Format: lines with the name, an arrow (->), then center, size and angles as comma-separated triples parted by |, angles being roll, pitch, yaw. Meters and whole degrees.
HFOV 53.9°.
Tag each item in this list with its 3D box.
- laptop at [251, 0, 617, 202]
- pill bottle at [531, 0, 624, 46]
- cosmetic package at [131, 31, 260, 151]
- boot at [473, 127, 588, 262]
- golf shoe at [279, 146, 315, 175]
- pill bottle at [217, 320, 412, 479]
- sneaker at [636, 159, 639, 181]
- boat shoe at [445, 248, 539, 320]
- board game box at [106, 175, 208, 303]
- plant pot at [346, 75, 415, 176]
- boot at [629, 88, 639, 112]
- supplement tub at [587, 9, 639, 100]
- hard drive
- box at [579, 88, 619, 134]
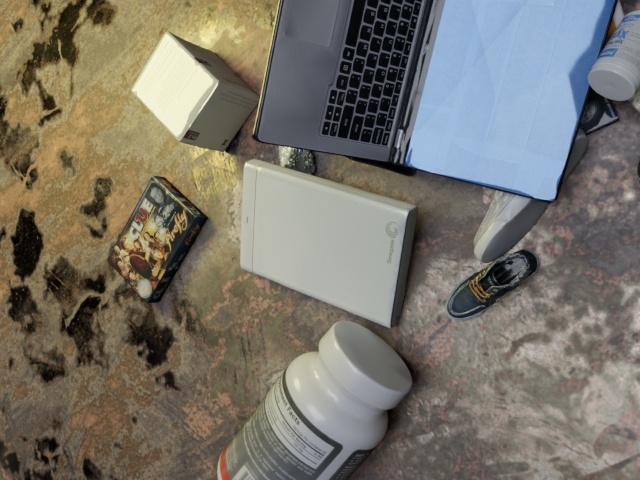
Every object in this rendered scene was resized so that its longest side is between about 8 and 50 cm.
laptop -> 0.166, -0.280, 0.881 | 0.236, 0.408, 0.382 | 29, 110, 52
pill bottle -> 0.353, -0.330, 0.987 | 0.216, 0.121, 0.121 | -18, 81, 28
cosmetic package -> -0.259, -0.305, 1.312 | 0.184, 0.151, 0.151 | 45, 109, 21
boot -> 0.311, -0.095, 1.038 | 0.123, 0.095, 0.258 | 46, 108, 35
golf shoe -> -0.054, -0.174, 1.259 | 0.086, 0.069, 0.176 | 32, 116, 60
pill bottle -> -0.010, 0.335, 1.133 | 0.210, 0.210, 0.363 | 44, 109, 22
sneaker -> 0.526, -0.163, 0.906 | 0.064, 0.086, 0.192 | 37, 107, 24
boat shoe -> 0.274, 0.074, 1.047 | 0.183, 0.083, 0.065 | -40, 71, 23
board game box -> -0.377, -0.002, 1.437 | 0.165, 0.042, 0.243 | 40, 108, 24
plant pot -> 0.078, -0.235, 1.115 | 0.167, 0.187, 0.188 | 24, 101, 41
boot -> 0.505, -0.235, 0.860 | 0.077, 0.213, 0.165 | 41, 113, -8
supplement tub -> 0.429, -0.257, 0.875 | 0.071, 0.071, 0.107 | 30, 80, 26
hard drive -> 0.000, 0.000, 1.188 | 0.353, 0.047, 0.233 | 19, 117, 28
box -> 0.425, -0.214, 1.003 | 0.067, 0.018, 0.083 | -24, 78, 27
